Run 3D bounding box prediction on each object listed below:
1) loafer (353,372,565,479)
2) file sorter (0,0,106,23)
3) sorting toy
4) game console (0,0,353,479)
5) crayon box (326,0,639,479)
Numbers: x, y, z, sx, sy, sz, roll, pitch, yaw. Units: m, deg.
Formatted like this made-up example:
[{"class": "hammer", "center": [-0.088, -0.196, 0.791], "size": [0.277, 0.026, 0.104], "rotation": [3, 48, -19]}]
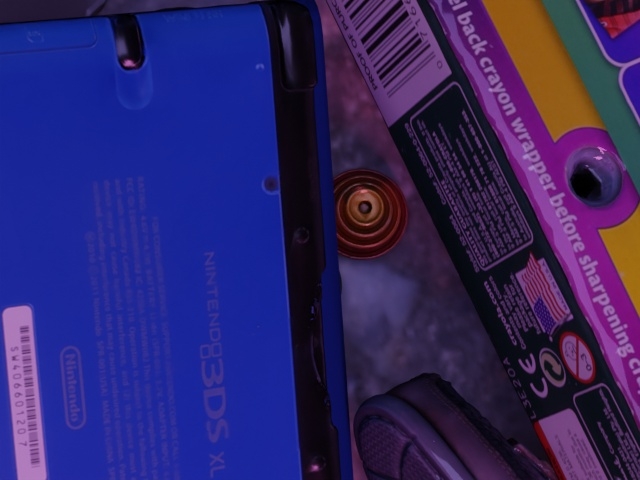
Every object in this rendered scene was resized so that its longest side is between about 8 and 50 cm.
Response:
[{"class": "loafer", "center": [0.132, 0.186, 0.986], "size": [0.095, 0.109, 0.302], "rotation": [-35, 91, -26]}, {"class": "file sorter", "center": [-0.196, -0.188, 0.900], "size": [0.173, 0.278, 0.193], "rotation": [13, 110, 3]}, {"class": "sorting toy", "center": [0.000, 0.000, 1.023], "size": [0.061, 0.042, 0.102], "rotation": [42, 83, 4]}, {"class": "game console", "center": [-0.070, 0.042, 0.882], "size": [0.250, 0.173, 0.293], "rotation": [-8, 98, -25]}, {"class": "crayon box", "center": [0.209, -0.059, 0.970], "size": [0.313, 0.106, 0.363], "rotation": [-23, 84, -24]}]
